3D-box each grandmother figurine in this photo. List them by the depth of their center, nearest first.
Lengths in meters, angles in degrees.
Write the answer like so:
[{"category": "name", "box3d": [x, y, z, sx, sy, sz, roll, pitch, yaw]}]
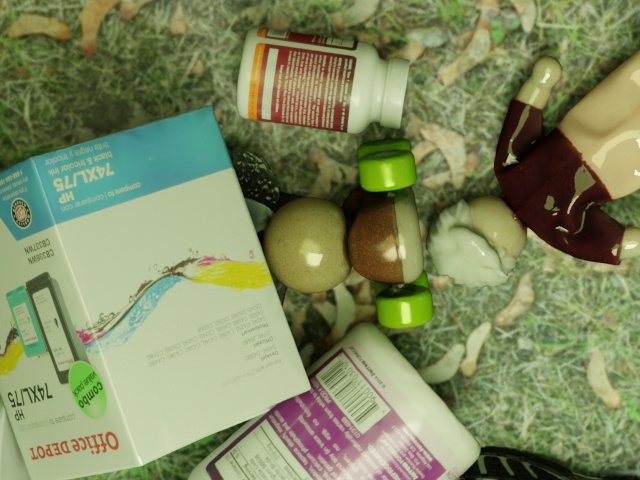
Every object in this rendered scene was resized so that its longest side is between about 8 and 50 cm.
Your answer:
[{"category": "grandmother figurine", "box3d": [0.246, -0.068, 1.503, 0.342, 0.104, 0.208, -36, 69, 12]}]

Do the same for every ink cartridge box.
[{"category": "ink cartridge box", "box3d": [-0.175, 0.051, 1.444, 0.198, 0.197, 0.270, -19, 91, 51]}]

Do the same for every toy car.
[{"category": "toy car", "box3d": [0.000, 0.000, 1.495, 0.188, 0.149, 0.155, -7, 101, 2]}]

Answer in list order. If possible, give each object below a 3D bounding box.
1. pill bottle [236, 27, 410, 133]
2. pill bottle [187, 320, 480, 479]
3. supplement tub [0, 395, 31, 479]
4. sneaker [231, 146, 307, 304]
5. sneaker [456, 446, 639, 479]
[{"category": "pill bottle", "box3d": [0.003, -0.144, 1.505, 0.152, 0.086, 0.086, 8, 101, 3]}, {"category": "pill bottle", "box3d": [-0.015, 0.230, 1.494, 0.301, 0.169, 0.169, -41, 95, 0]}, {"category": "supplement tub", "box3d": [-0.425, 0.239, 1.531, 0.316, 0.228, 0.228, -5, 100, 5]}, {"category": "sneaker", "box3d": [-0.065, 0.002, 1.556, 0.089, 0.051, 0.170, 16, 96, -1]}, {"category": "sneaker", "box3d": [0.225, 0.284, 1.560, 0.300, 0.111, 0.121, 13, 105, 3]}]
